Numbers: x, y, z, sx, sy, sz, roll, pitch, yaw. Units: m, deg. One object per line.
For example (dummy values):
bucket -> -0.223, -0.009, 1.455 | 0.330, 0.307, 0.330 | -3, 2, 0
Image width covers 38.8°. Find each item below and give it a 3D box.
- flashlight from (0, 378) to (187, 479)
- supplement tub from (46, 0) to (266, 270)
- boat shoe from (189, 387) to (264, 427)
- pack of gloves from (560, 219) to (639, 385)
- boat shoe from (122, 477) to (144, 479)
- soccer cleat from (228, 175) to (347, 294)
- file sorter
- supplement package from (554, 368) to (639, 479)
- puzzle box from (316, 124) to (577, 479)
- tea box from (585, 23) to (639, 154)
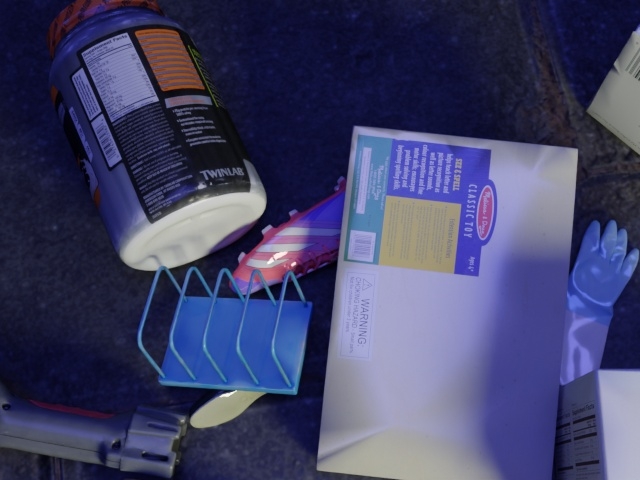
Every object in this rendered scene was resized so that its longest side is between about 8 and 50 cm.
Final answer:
flashlight -> -0.311, 0.209, 1.057 | 0.304, 0.103, 0.103 | 10, 67, -2
supplement tub -> -0.210, -0.139, 1.115 | 0.194, 0.193, 0.316 | -23, 73, -7
boat shoe -> -0.102, 0.177, 1.090 | 0.133, 0.049, 0.042 | -35, 47, -5
pack of gloves -> 0.285, 0.048, 1.129 | 0.195, 0.046, 0.232 | 22, 73, 8
boat shoe -> -0.110, 0.358, 0.999 | 0.285, 0.103, 0.092 | 28, 69, 3
soccer cleat -> 0.000, 0.000, 1.131 | 0.248, 0.083, 0.095 | -37, 80, -14
file sorter -> -0.110, 0.097, 1.051 | 0.170, 0.104, 0.118 | 1, 56, 16
supplement package -> 0.373, 0.280, 0.968 | 0.199, 0.198, 0.262 | 0, 74, 0
puzzle box -> 0.150, 0.078, 1.069 | 0.272, 0.052, 0.408 | 7, 84, 1
tea box -> 0.579, -0.205, 1.120 | 0.329, 0.220, 0.323 | 43, 76, 13
